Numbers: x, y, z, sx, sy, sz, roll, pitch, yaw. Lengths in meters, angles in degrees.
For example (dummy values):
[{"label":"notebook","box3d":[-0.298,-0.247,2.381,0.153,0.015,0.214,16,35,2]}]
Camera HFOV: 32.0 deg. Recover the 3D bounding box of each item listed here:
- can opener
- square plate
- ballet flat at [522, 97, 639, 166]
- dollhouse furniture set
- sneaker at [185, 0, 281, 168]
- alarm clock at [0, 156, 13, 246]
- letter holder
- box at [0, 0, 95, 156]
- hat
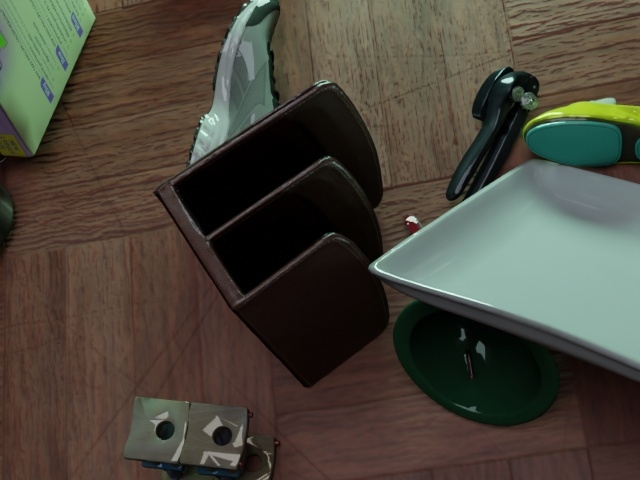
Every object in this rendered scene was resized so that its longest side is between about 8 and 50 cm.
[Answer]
[{"label":"can opener","box3d":[0.201,-0.117,1.296,0.059,0.073,0.186,27,78,-19]},{"label":"square plate","box3d":[0.281,0.029,1.094,0.347,0.049,0.344,20,32,32]},{"label":"ballet flat","box3d":[0.346,-0.125,1.256,0.231,0.077,0.077,5,49,12]},{"label":"dollhouse furniture set","box3d":[-0.132,0.276,1.171,0.129,0.129,0.184,3,67,14]},{"label":"sneaker","box3d":[-0.083,-0.170,1.364,0.108,0.100,0.272,12,75,3]},{"label":"alarm clock","box3d":[-0.445,-0.046,1.410,0.129,0.064,0.192,21,78,20]},{"label":"letter holder","box3d":[0.000,0.000,1.156,0.214,0.302,0.152,-35,66,-2]},{"label":"box","box3d":[-0.403,-0.265,1.378,0.117,0.213,0.243,5,58,15]},{"label":"hat","box3d":[0.183,0.065,1.208,0.208,0.173,0.183,47,43,-13]}]
